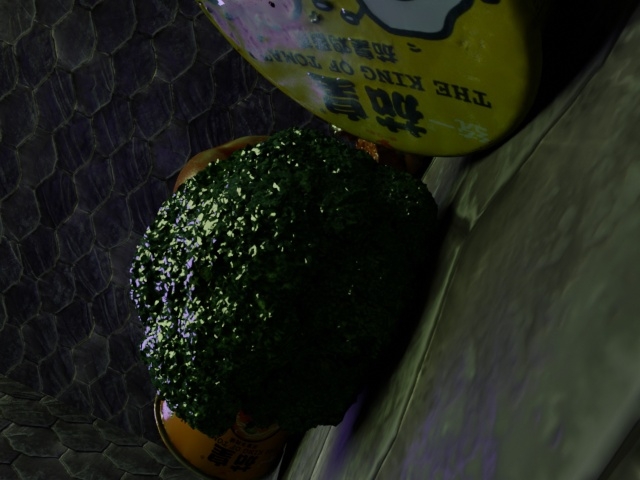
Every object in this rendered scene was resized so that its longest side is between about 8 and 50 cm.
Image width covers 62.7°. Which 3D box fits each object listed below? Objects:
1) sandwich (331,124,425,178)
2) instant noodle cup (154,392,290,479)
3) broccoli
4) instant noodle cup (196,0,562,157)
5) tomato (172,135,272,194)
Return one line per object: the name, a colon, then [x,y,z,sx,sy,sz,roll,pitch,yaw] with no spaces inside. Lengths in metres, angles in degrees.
sandwich: [0.094,-0.143,0.721,0.185,0.109,0.159,-22,57,57]
instant noodle cup: [-0.106,0.213,0.764,0.172,0.216,0.216,-55,5,20]
broccoli: [-0.039,0.034,0.512,0.307,0.308,0.275,-65,-24,-8]
instant noodle cup: [0.068,-0.260,0.403,0.254,0.326,0.325,-56,-1,-11]
tomato: [-0.093,-0.034,0.833,0.270,0.270,0.222,-67,-14,-53]
